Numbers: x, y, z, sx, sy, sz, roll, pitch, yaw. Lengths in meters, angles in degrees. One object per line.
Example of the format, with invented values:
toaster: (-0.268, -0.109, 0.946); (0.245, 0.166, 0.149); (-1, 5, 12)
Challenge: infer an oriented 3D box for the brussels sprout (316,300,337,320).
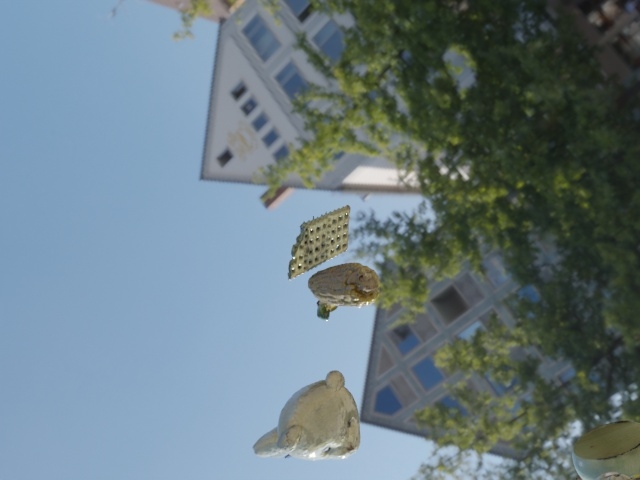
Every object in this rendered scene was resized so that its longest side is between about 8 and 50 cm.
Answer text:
brussels sprout: (0.012, 0.163, 1.956); (0.046, 0.051, 0.083); (65, -150, -14)

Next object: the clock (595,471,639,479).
clock: (0.539, 0.434, 1.318); (0.144, 0.231, 0.103); (-77, -15, -73)

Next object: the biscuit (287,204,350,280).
biscuit: (-0.001, 0.000, 1.901); (0.016, 0.144, 0.203); (28, -143, 36)

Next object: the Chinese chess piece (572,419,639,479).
Chinese chess piece: (0.658, 0.477, 1.785); (0.083, 0.188, 0.188); (68, -155, -5)

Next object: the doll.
doll: (-0.015, 0.350, 1.457); (0.149, 0.278, 0.175); (36, -116, 1)

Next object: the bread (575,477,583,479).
bread: (0.790, 0.803, 2.185); (0.148, 0.337, 0.328); (-26, -97, -40)

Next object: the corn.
corn: (0.049, 0.098, 1.739); (0.097, 0.262, 0.097); (2, -96, -26)
